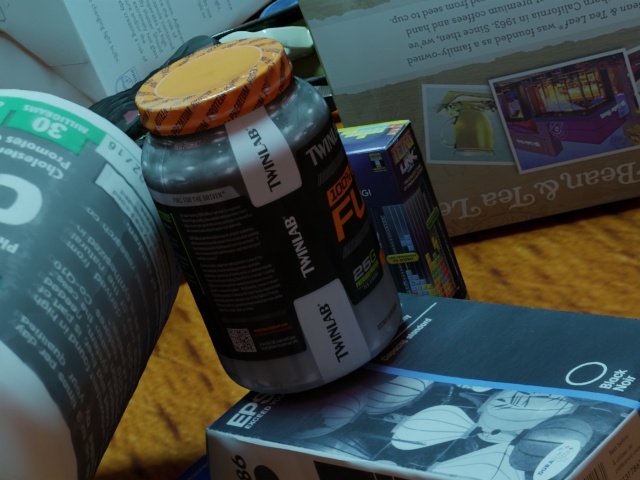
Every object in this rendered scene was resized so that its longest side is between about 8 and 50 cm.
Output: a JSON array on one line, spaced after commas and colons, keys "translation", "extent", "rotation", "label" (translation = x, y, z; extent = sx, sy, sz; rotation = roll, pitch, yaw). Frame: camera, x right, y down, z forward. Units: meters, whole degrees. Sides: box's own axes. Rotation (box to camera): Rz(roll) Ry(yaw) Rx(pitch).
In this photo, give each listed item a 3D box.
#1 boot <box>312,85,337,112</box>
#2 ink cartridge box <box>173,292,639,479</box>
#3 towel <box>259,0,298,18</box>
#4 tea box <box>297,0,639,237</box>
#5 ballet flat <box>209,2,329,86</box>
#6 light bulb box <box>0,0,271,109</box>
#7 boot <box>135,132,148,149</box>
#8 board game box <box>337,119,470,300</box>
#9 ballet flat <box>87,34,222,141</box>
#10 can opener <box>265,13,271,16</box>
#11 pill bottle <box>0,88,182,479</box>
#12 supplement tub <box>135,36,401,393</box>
[{"translation": [-0.030, -0.098, 1.682], "extent": [0.087, 0.042, 0.118], "rotation": [-17, 22, 25], "label": "boot"}, {"translation": [0.058, 0.101, 1.129], "extent": [0.333, 0.065, 0.165], "rotation": [3, 33, 45], "label": "ink cartridge box"}, {"translation": [-0.010, -0.234, 1.972], "extent": [0.067, 0.029, 0.119], "rotation": [-33, 26, -26], "label": "towel"}, {"translation": [0.196, -0.184, 1.442], "extent": [0.329, 0.220, 0.323], "rotation": [-13, 25, 19], "label": "tea box"}, {"translation": [-0.007, -0.177, 1.753], "extent": [0.280, 0.095, 0.096], "rotation": [-19, -9, 21], "label": "ballet flat"}, {"translation": [-0.268, -0.298, 2.081], "extent": [0.358, 0.225, 0.361], "rotation": [-1, 31, 40], "label": "light bulb box"}, {"translation": [-0.152, -0.045, 1.624], "extent": [0.229, 0.091, 0.263], "rotation": [-17, 26, 32], "label": "boot"}, {"translation": [0.000, 0.000, 1.300], "extent": [0.170, 0.141, 0.048], "rotation": [-7, 26, 31], "label": "board game box"}, {"translation": [-0.143, -0.102, 1.575], "extent": [0.173, 0.049, 0.057], "rotation": [-35, 48, 1], "label": "ballet flat"}, {"translation": [0.013, -0.191, 1.841], "extent": [0.186, 0.073, 0.059], "rotation": [-11, -14, 15], "label": "can opener"}, {"translation": [-0.210, 0.078, 1.055], "extent": [0.204, 0.204, 0.361], "rotation": [-13, 26, 17], "label": "pill bottle"}, {"translation": [-0.033, -0.015, 1.136], "extent": [0.117, 0.190, 0.117], "rotation": [-17, 24, 8], "label": "supplement tub"}]
